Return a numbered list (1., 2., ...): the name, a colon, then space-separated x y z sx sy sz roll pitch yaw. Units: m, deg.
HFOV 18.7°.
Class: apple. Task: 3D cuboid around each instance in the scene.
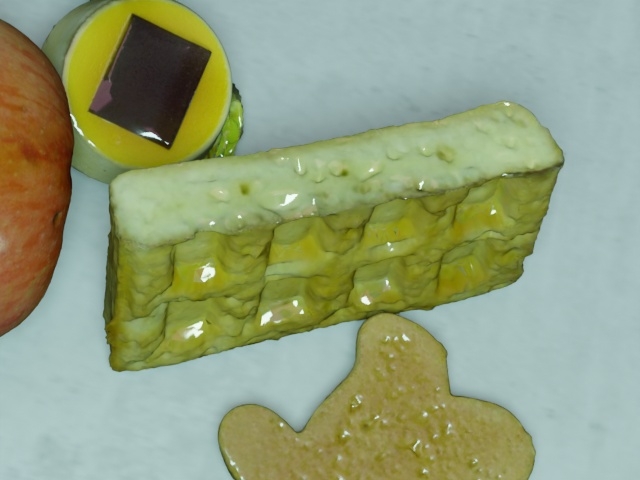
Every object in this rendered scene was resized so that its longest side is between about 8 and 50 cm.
1. apple: -0.232 -0.036 1.141 0.164 0.209 0.209 0 67 -25

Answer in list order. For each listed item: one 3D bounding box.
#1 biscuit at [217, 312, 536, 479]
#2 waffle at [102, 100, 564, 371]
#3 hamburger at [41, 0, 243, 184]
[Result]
1. biscuit: 0.008 0.155 1.174 0.240 0.035 0.158 -37 80 -18
2. waffle: 0.000 0.000 1.167 0.274 0.168 0.057 -12 63 -13
3. hamburger: -0.112 -0.092 1.230 0.141 0.081 0.126 9 82 -19
